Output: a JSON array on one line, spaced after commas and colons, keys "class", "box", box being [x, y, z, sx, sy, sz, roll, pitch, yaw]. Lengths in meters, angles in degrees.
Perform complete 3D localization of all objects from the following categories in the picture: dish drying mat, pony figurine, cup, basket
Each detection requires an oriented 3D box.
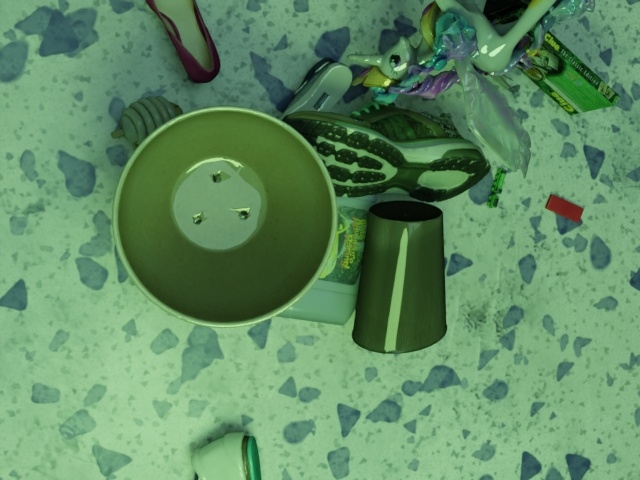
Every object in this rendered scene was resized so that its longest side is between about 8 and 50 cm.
[{"class": "dish drying mat", "box": [0.490, -0.064, 1.677, 0.083, 0.008, 0.032, 21, 87, -19]}, {"class": "pony figurine", "box": [0.271, -0.321, 1.391, 0.351, 0.303, 0.363, 27, 126, -24]}, {"class": "cup", "box": [-0.156, -0.049, 1.341, 0.331, 0.237, 0.331, -1, 99, -9]}, {"class": "basket", "box": [0.143, 0.056, 1.458, 0.204, 0.154, 0.227, -23, 120, -48]}]

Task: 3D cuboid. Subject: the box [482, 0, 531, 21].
[{"class": "box", "box": [0.389, -0.499, 1.547, 0.077, 0.147, 0.180, 16, 89, -18]}]

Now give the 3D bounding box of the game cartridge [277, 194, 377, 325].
[{"class": "game cartridge", "box": [0.000, 0.000, 1.503, 0.196, 0.060, 0.294, 9, 90, -22]}]

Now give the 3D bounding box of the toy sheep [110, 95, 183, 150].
[{"class": "toy sheep", "box": [-0.285, -0.193, 1.383, 0.132, 0.091, 0.091, -31, 102, -33]}]

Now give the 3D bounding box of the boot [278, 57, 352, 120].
[{"class": "boot", "box": [-0.024, -0.238, 1.470, 0.190, 0.086, 0.069, -46, 118, 3]}]

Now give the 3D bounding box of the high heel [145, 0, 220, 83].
[{"class": "high heel", "box": [-0.231, -0.375, 1.371, 0.082, 0.117, 0.244, -19, 99, -16]}]

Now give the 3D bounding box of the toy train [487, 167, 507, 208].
[{"class": "toy train", "box": [0.343, -0.102, 1.620, 0.017, 0.024, 0.083, 18, 88, -18]}]

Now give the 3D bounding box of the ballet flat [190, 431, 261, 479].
[{"class": "ballet flat", "box": [-0.145, 0.534, 1.461, 0.139, 0.139, 0.400, -11, 92, -17]}]

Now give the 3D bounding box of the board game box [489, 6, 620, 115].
[{"class": "board game box", "box": [0.429, -0.332, 1.576, 0.260, 0.136, 0.030, 37, 77, -17]}]

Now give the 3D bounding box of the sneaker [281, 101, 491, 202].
[{"class": "sneaker", "box": [0.098, -0.181, 1.468, 0.410, 0.158, 0.182, 8, 49, -32]}]
